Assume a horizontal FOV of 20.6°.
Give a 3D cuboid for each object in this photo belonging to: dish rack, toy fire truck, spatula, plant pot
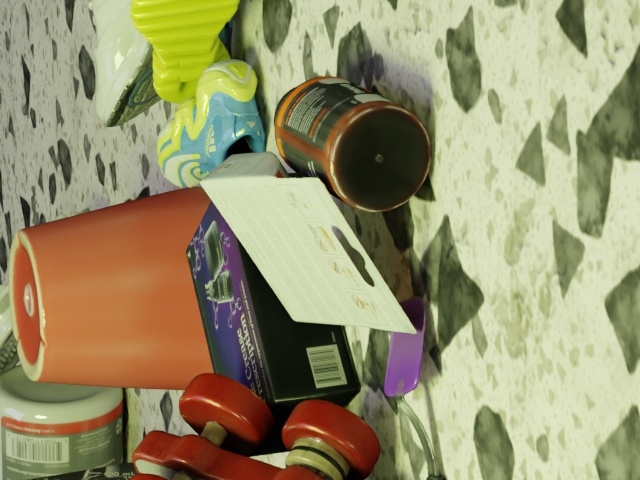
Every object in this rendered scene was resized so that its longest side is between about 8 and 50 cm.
[{"bbox_3d":[-0.453,0.091,2.740,0.072,0.285,0.333,37,150,2],"label":"dish rack"},{"bbox_3d":[-0.050,0.289,1.807,0.302,0.169,0.254,12,144,28],"label":"toy fire truck"},{"bbox_3d":[0.096,0.200,1.654,0.084,0.030,0.297,149,114,-66],"label":"spatula"},{"bbox_3d":[-0.261,0.071,2.253,0.275,0.243,0.275,175,90,-69],"label":"plant pot"}]

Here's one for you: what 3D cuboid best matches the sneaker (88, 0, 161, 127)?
[{"bbox_3d":[-0.240,-0.275,2.257,0.129,0.111,0.297,40,131,21],"label":"sneaker"}]

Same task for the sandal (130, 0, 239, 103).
[{"bbox_3d":[-0.155,-0.281,2.018,0.317,0.126,0.138,103,165,-66],"label":"sandal"}]

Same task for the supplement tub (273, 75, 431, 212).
[{"bbox_3d":[0.021,-0.098,1.674,0.198,0.106,0.106,-145,53,-63],"label":"supplement tub"}]

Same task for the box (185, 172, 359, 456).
[{"bbox_3d":[-0.058,0.084,1.934,0.184,0.103,0.261,119,140,-60],"label":"box"}]

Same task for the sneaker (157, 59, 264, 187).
[{"bbox_3d":[-0.129,-0.102,2.081,0.240,0.091,0.126,119,140,-54],"label":"sneaker"}]

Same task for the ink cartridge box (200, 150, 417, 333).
[{"bbox_3d":[0.000,0.000,1.719,0.232,0.066,0.189,-3,125,55],"label":"ink cartridge box"}]

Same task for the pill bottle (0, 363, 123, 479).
[{"bbox_3d":[-0.415,0.388,2.772,0.210,0.210,0.363,-139,47,-61],"label":"pill bottle"}]

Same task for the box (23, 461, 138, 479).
[{"bbox_3d":[-0.228,0.422,2.113,0.312,0.343,0.179,-134,42,-57],"label":"box"}]
